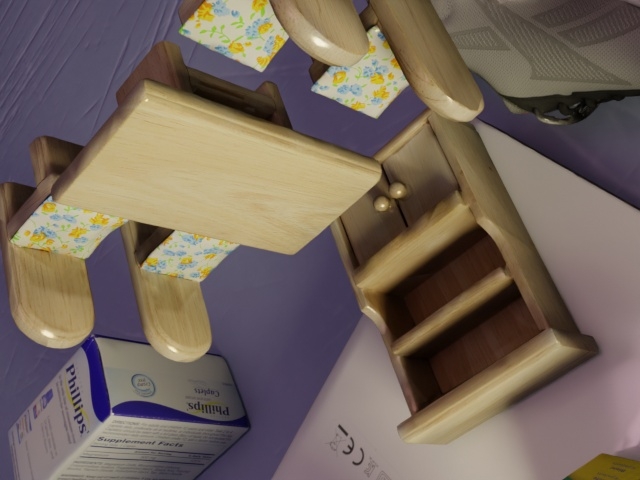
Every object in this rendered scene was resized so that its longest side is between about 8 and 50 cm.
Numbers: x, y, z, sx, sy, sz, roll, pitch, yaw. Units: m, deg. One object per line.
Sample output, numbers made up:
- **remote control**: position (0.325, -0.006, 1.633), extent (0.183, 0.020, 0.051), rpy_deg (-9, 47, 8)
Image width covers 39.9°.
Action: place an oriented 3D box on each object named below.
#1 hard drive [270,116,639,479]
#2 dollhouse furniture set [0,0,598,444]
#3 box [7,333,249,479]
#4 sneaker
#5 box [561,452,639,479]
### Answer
- **hard drive**: position (0.088, 0.105, 0.516), extent (0.203, 0.040, 0.307), rpy_deg (41, 108, 43)
- **dollhouse furniture set**: position (0.000, 0.000, 0.429), extent (0.212, 0.242, 0.161), rpy_deg (-41, 54, 31)
- **box**: position (-0.150, 0.147, 0.683), extent (0.137, 0.126, 0.072), rpy_deg (-45, 50, 27)
- **sneaker**: position (0.159, -0.109, 0.479), extent (0.272, 0.100, 0.107), rpy_deg (30, 125, 42)
- **box**: position (0.177, 0.152, 0.344), extent (0.179, 0.043, 0.105), rpy_deg (-10, 103, 63)
